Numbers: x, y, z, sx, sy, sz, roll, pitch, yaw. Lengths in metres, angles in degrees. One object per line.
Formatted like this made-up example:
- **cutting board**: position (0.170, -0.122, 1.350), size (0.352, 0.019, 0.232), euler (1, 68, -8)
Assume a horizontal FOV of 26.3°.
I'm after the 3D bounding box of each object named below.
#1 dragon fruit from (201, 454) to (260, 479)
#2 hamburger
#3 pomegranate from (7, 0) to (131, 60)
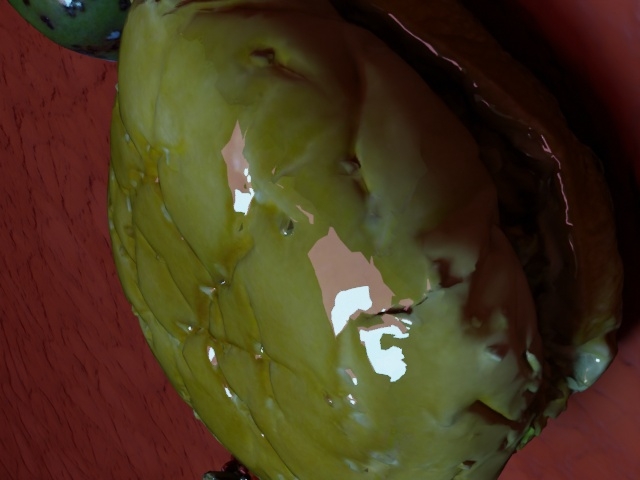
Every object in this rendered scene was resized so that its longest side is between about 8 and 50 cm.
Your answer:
- **dragon fruit**: position (-0.025, 0.158, 0.921), size (0.162, 0.106, 0.083), euler (28, 139, 49)
- **hamburger**: position (0.000, 0.000, 0.662), size (0.318, 0.158, 0.318), euler (41, 147, 35)
- **pomegranate**: position (-0.109, -0.156, 0.725), size (0.130, 0.130, 0.130), euler (40, 148, 32)
